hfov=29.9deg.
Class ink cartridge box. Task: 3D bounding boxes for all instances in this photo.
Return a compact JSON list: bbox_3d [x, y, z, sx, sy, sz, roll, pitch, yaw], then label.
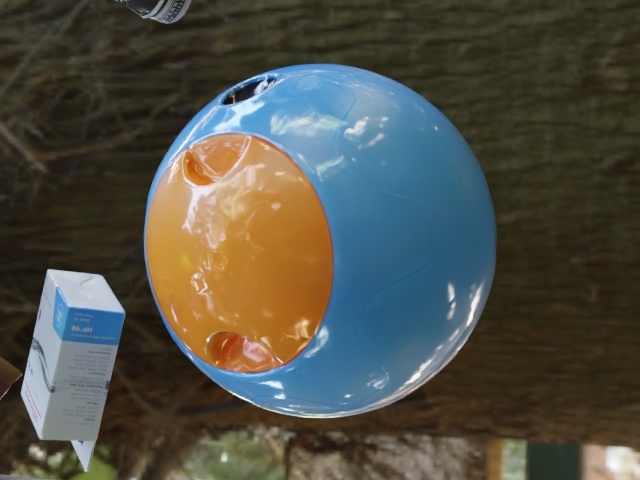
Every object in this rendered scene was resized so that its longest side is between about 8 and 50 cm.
[{"bbox_3d":[-0.256,0.132,1.213,0.104,0.060,0.180,40,118,59],"label":"ink cartridge box"}]

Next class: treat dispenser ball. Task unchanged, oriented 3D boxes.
[{"bbox_3d":[0.000,0.000,0.985,0.288,0.288,0.288,3,-90,-81],"label":"treat dispenser ball"}]

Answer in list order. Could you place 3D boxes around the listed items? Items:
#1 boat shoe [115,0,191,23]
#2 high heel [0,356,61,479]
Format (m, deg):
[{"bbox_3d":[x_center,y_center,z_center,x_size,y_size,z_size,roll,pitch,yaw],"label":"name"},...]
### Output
[{"bbox_3d":[-0.153,-0.240,0.866,0.077,0.070,0.219,-58,41,28],"label":"boat shoe"},{"bbox_3d":[-0.136,0.198,0.609,0.181,0.377,0.127,-55,20,-18],"label":"high heel"}]
